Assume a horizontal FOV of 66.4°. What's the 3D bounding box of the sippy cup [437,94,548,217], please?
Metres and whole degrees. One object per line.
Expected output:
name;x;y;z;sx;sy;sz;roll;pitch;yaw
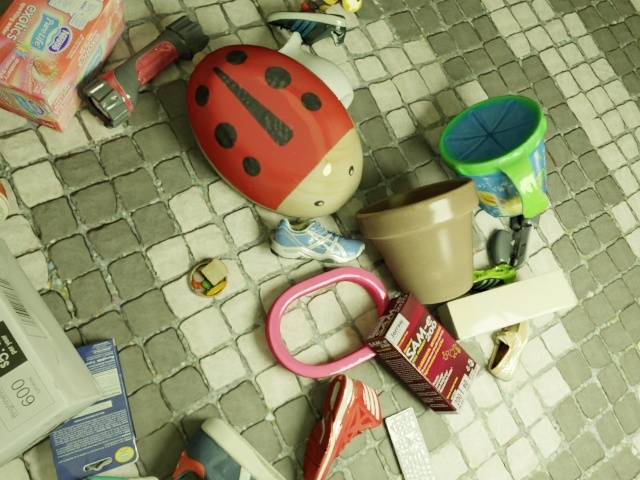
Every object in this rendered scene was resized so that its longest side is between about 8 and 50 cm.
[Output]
sippy cup;0.427;-0.181;1.158;0.224;0.240;0.306;51;51;-37

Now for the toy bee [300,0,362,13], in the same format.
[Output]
toy bee;0.015;-0.654;1.235;0.195;0.162;0.298;52;36;-14

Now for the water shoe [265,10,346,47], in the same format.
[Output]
water shoe;-0.038;-0.521;1.211;0.203;0.073;0.080;6;115;6

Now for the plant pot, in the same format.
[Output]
plant pot;0.230;0.009;1.071;0.262;0.263;0.230;-20;99;-20

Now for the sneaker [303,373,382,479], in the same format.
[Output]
sneaker;0.057;0.393;0.982;0.128;0.087;0.221;24;85;-22

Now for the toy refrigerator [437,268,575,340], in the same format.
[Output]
toy refrigerator;0.412;0.146;1.107;0.269;0.102;0.094;-16;76;-4

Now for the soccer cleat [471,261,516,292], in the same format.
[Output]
soccer cleat;0.382;0.101;1.172;0.178;0.060;0.072;-8;119;-5

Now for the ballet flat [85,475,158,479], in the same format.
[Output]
ballet flat;-0.299;0.477;0.866;0.247;0.083;0.087;42;44;-2

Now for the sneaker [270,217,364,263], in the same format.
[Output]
sneaker;0.000;0.000;1.064;0.211;0.080;0.081;4;105;-18

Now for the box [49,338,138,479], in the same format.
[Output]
box;-0.422;0.307;0.890;0.136;0.036;0.226;-13;77;-19

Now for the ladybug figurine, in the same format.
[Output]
ladybug figurine;-0.104;-0.236;1.027;0.449;0.162;0.305;40;93;-1

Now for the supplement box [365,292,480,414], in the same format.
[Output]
supplement box;0.221;0.243;1.045;0.239;0.073;0.130;45;55;-10

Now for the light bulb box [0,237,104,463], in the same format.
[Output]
light bulb box;-0.606;0.209;0.742;0.361;0.225;0.358;-35;84;-17

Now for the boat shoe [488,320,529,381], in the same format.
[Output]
boat shoe;0.439;0.241;1.146;0.059;0.063;0.170;28;70;-14

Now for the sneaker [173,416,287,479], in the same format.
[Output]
sneaker;-0.115;0.482;0.869;0.350;0.131;0.148;36;70;17

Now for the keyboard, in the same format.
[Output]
keyboard;0.209;0.492;1.036;0.072;0.014;0.256;-15;80;-20

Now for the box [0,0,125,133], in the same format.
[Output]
box;-0.536;-0.396;0.995;0.154;0.142;0.300;22;70;-10

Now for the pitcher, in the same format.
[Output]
pitcher;-0.042;-0.365;1.151;0.177;0.125;0.207;-43;79;-11

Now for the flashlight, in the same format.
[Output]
flashlight;-0.370;-0.370;1.062;0.304;0.103;0.103;-48;118;-23

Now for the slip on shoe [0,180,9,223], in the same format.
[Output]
slip on shoe;-0.737;-0.057;0.872;0.331;0.123;0.101;-12;46;-14

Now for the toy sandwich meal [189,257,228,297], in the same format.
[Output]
toy sandwich meal;-0.228;0.078;1.014;0.085;0.029;0.086;4;74;-15

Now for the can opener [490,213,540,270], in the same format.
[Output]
can opener;0.501;-0.059;1.242;0.095;0.076;0.284;22;69;-10

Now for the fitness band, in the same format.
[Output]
fitness band;0.024;0.174;1.049;0.290;0.054;0.209;-20;81;-22
